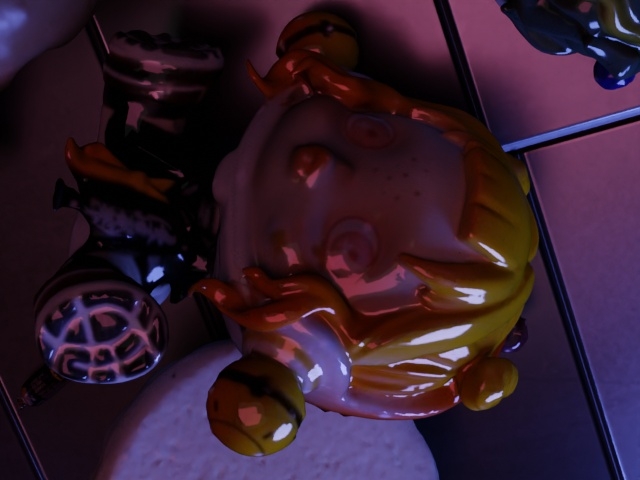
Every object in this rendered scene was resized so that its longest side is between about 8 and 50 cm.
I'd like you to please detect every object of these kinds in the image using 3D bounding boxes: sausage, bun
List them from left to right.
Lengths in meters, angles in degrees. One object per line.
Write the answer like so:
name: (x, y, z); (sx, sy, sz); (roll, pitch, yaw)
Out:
sausage: (-0.182, 0.078, 0.947); (0.198, 0.025, 0.028); (-40, 100, 22)
bun: (-0.055, 0.200, 0.897); (0.263, 0.175, 0.263); (1, 86, -18)

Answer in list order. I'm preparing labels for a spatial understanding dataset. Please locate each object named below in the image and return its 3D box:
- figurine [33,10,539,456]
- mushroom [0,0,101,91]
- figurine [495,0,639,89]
figurine: (-0.002, 0.002, 0.769); (0.323, 0.320, 0.196); (11, 150, -1)
mushroom: (-0.271, -0.158, 0.785); (0.293, 0.292, 0.290); (6, 143, 10)
figurine: (0.162, -0.271, 0.657); (0.261, 0.186, 0.381); (-12, 101, 6)
